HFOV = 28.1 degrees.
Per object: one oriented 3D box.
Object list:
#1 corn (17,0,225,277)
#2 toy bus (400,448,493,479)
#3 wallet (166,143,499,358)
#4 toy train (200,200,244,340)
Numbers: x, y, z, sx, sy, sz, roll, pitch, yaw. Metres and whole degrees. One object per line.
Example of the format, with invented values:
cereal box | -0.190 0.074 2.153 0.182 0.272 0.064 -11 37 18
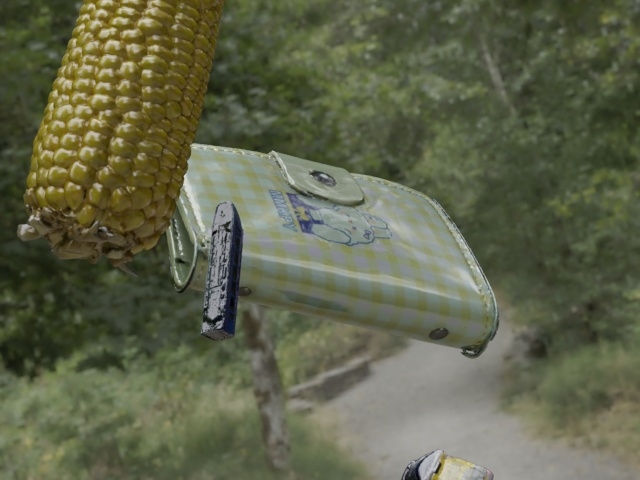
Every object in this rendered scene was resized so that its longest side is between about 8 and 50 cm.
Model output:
corn | -0.119 -0.131 0.873 0.106 0.305 0.106 14 -15 4
toy bus | 0.096 0.252 1.040 0.072 0.172 0.057 15 33 17
wallet | 0.000 0.000 1.188 0.309 0.223 0.077 15 -57 -26
toy train | -0.056 0.017 0.749 0.017 0.083 0.017 -12 -28 32
